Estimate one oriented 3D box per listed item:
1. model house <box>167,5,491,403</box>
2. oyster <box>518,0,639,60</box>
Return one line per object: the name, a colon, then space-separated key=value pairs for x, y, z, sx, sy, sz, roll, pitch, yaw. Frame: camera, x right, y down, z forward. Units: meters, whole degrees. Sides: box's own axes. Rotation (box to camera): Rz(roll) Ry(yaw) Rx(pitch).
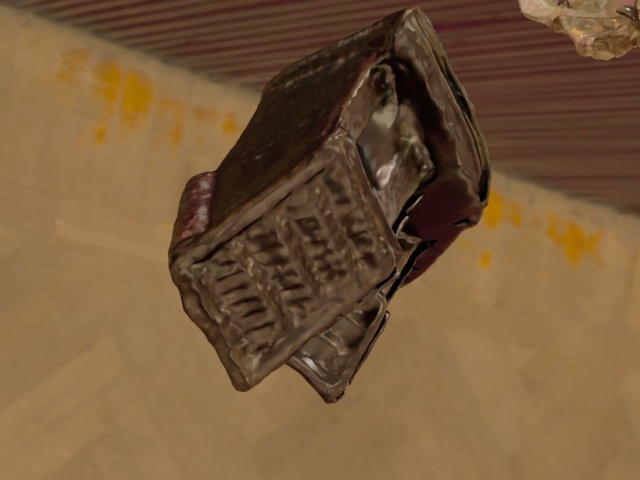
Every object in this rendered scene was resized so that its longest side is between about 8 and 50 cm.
model house: x=0.003 y=0.005 z=0.668 sx=0.152 sy=0.106 sz=0.165 roll=-56 pitch=131 yaw=-34
oyster: x=0.250 y=-0.222 z=1.092 sx=0.107 sy=0.354 sz=0.201 roll=21 pitch=105 yaw=-23
